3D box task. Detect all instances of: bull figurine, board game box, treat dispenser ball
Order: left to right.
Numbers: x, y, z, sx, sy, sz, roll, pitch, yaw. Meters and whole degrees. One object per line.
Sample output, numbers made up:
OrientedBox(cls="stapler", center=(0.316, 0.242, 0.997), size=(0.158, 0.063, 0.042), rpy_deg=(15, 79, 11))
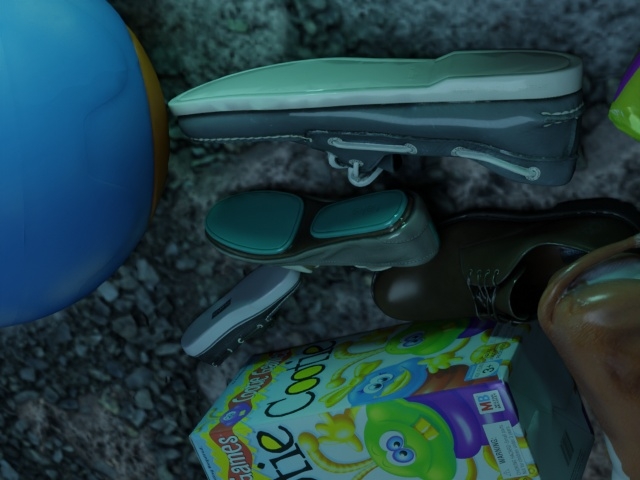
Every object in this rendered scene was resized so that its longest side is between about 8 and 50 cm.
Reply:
OrientedBox(cls="treat dispenser ball", center=(-0.260, -0.076, 1.154), size=(0.288, 0.288, 0.288), rpy_deg=(9, 118, 17))
OrientedBox(cls="board game box", center=(0.060, 0.160, 1.232), size=(0.275, 0.144, 0.142), rpy_deg=(-14, 109, 26))
OrientedBox(cls="bull figurine", center=(0.270, 0.107, 1.114), size=(0.188, 0.101, 0.310), rpy_deg=(-29, 131, 6))

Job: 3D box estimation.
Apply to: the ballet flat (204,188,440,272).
OrientedBox(cls="ballet flat", center=(0.000, 0.000, 1.214), size=(0.213, 0.072, 0.068), rpy_deg=(-2, 141, 37))

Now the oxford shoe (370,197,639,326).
OrientedBox(cls="oxford shoe", center=(0.133, 0.026, 1.165), size=(0.227, 0.096, 0.082), rpy_deg=(-15, 110, 29))

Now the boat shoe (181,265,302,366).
OrientedBox(cls="boat shoe", center=(-0.061, 0.062, 1.292), size=(0.040, 0.049, 0.142), rpy_deg=(39, 126, -23))

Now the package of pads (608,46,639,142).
OrientedBox(cls="package of pads", center=(0.369, -0.093, 1.008), size=(0.297, 0.101, 0.229), rpy_deg=(34, 122, 3))

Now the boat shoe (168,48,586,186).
OrientedBox(cls="boat shoe", center=(0.039, -0.082, 1.137), size=(0.320, 0.116, 0.099), rpy_deg=(-2, 111, 17))
